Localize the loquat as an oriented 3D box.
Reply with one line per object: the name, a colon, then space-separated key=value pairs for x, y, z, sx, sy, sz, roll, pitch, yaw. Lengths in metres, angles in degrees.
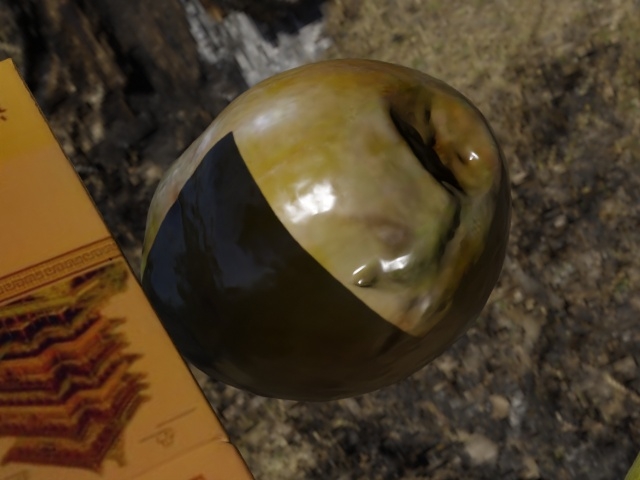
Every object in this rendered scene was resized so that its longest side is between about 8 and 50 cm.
loquat: x=0.000 y=0.000 z=0.703 sx=0.227 sy=0.179 sz=0.179 roll=-37 pitch=24 yaw=41

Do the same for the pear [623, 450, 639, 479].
pear: x=0.255 y=0.138 z=0.515 sx=0.287 sy=0.287 sz=0.375 roll=-37 pitch=13 yaw=-8

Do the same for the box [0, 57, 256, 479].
box: x=-0.137 y=0.076 z=0.470 sx=0.174 sy=0.076 sz=0.274 roll=-23 pitch=66 yaw=-24
